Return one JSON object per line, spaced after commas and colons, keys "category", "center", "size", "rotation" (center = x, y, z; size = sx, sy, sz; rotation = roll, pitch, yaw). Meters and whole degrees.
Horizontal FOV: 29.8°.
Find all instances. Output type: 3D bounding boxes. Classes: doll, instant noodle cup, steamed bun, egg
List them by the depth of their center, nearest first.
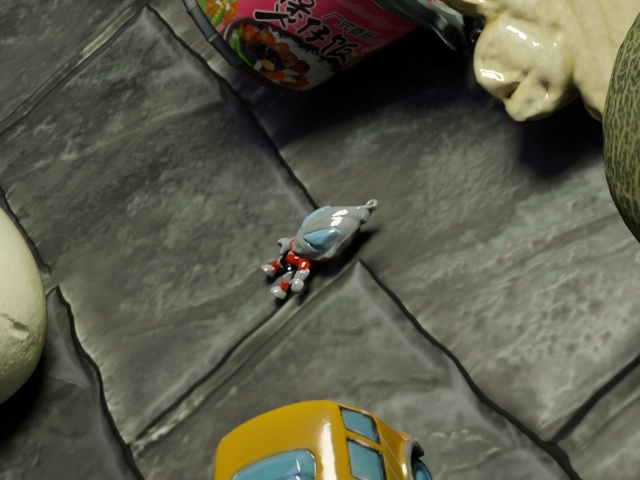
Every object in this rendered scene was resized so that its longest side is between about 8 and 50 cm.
{"category": "steamed bun", "center": [0.235, -0.217, 0.861], "size": [0.292, 0.137, 0.295], "rotation": [27, 113, 21]}
{"category": "doll", "center": [-0.001, -0.001, 0.970], "size": [0.114, 0.039, 0.057], "rotation": [-40, 10, 17]}
{"category": "instant noodle cup", "center": [-0.009, -0.243, 1.029], "size": [0.181, 0.258, 0.302], "rotation": [-33, 73, 29]}
{"category": "egg", "center": [-0.348, 0.077, 1.065], "size": [0.286, 0.174, 0.264], "rotation": [-18, 45, 55]}

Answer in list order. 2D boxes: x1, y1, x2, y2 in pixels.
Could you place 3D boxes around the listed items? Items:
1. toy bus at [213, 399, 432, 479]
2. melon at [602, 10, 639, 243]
{"category": "toy bus", "center": [0.002, 0.203, 0.750], "size": [0.126, 0.136, 0.209], "rotation": [-22, 50, 19]}
{"category": "melon", "center": [0.318, -0.060, 0.658], "size": [0.329, 0.248, 0.249], "rotation": [10, 64, 30]}
